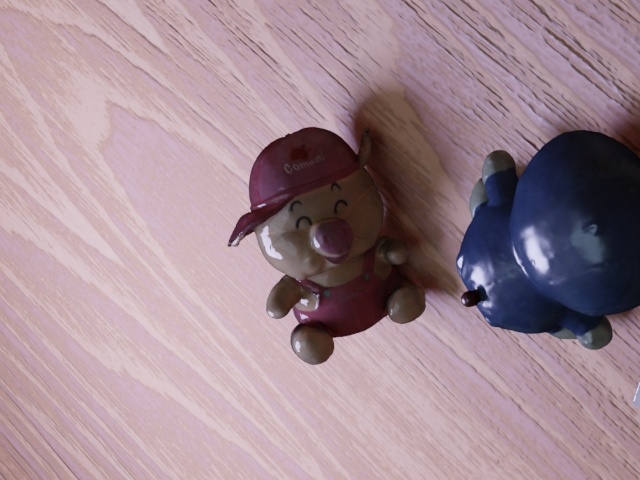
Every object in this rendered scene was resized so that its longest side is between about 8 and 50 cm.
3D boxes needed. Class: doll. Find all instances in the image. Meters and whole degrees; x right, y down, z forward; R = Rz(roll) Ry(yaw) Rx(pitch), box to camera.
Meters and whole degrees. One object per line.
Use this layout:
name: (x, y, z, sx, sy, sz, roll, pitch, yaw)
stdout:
doll: (0.243, -0.004, 1.643, 0.258, 0.154, 0.228, -36, 81, 47)
doll: (0.002, 0.000, 1.891, 0.152, 0.196, 0.255, 6, 124, 50)

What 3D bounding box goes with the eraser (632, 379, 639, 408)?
eraser: (0.406, 0.169, 1.602, 0.210, 0.068, 0.124, 41, 139, 34)
